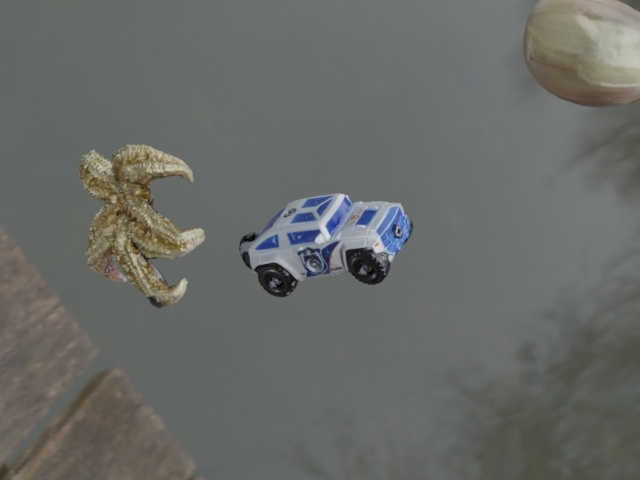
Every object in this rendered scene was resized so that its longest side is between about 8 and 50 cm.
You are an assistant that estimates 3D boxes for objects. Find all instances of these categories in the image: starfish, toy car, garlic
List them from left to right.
[{"bbox_3d":[-0.191,-0.020,1.415,0.071,0.216,0.238,0,38,-29],"label":"starfish"},{"bbox_3d":[0.000,0.000,1.346,0.080,0.171,0.070,-55,128,-47],"label":"toy car"},{"bbox_3d":[0.295,-0.229,1.629,0.128,0.207,0.115,-40,135,-20],"label":"garlic"}]
